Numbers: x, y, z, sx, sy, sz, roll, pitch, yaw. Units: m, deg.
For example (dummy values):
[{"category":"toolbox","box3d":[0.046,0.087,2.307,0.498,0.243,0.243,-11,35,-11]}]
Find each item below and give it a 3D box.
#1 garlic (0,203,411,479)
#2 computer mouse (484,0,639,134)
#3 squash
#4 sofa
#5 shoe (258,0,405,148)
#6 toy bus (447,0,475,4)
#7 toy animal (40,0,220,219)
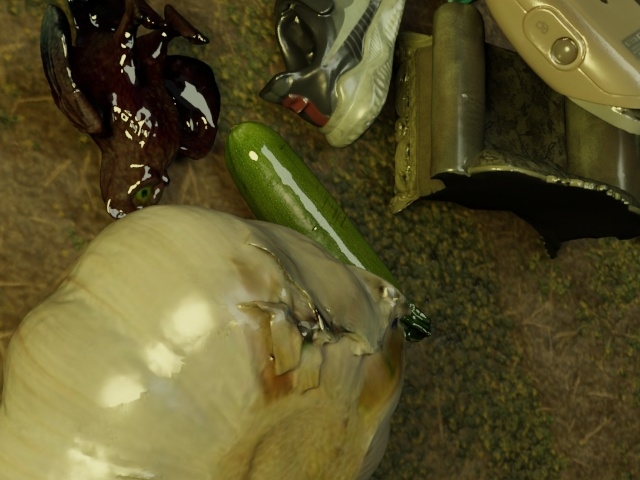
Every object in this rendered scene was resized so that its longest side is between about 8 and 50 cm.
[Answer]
[{"category":"garlic","box3d":[-0.085,0.129,0.860,0.322,0.241,0.322,-5,110,-13]},{"category":"computer mouse","box3d":[0.234,-0.198,1.125,0.236,0.082,0.145,48,38,5]},{"category":"squash","box3d":[0.000,0.000,1.072,0.252,0.066,0.066,51,53,-10]},{"category":"sofa","box3d":[0.203,-0.113,1.182,0.258,0.182,0.200,15,66,-31]},{"category":"shoe","box3d":[0.009,-0.200,1.133,0.112,0.099,0.228,15,67,-23]},{"category":"toy bus","box3d":[0.120,-0.371,1.261,0.109,0.091,0.262,-25,86,-38]},{"category":"toy animal","box3d":[-0.162,-0.111,0.995,0.218,0.116,0.180,6,99,-63]}]
